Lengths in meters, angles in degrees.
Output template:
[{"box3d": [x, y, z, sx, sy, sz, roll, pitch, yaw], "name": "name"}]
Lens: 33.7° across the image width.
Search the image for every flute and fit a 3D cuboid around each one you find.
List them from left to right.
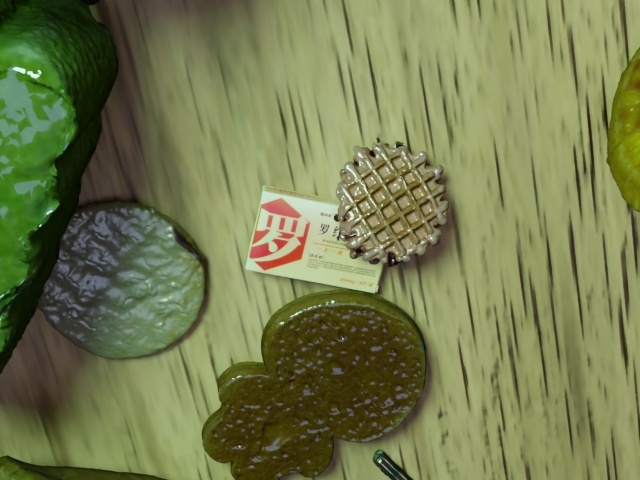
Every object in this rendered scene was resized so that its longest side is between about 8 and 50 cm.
[{"box3d": [0.130, 0.251, 0.829, 0.014, 0.014, 0.269, -40, 110, 12], "name": "flute"}]

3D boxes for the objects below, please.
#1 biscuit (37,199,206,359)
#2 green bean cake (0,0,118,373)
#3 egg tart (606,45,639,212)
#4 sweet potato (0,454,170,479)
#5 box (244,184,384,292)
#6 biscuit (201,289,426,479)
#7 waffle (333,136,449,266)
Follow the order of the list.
[{"box3d": [-0.135, 0.028, 0.713, 0.120, 0.015, 0.120, -2, 113, -4], "name": "biscuit"}, {"box3d": [-0.264, -0.048, 0.594, 0.249, 0.156, 0.247, 20, 113, -9], "name": "green bean cake"}, {"box3d": [0.289, -0.064, 0.619, 0.147, 0.202, 0.202, 32, 107, -25], "name": "egg tart"}, {"box3d": [-0.076, 0.263, 0.749, 0.369, 0.158, 0.158, 28, 108, -26], "name": "sweet potato"}, {"box3d": [0.000, 0.000, 0.712, 0.093, 0.015, 0.058, 10, 109, -9], "name": "box"}, {"box3d": [-0.006, 0.105, 0.750, 0.175, 0.026, 0.124, -38, 109, 11], "name": "biscuit"}, {"box3d": [0.046, -0.025, 0.689, 0.075, 0.029, 0.083, 6, 86, -10], "name": "waffle"}]
